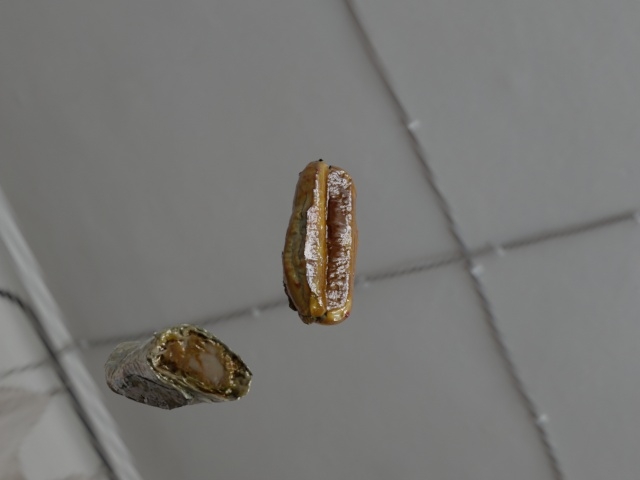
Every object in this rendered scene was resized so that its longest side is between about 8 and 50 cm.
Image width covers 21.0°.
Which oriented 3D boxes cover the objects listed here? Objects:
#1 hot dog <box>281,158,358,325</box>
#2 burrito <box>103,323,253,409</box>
[{"bbox_3d":[-0.001,0.000,1.331,0.062,0.144,0.038,21,-35,-30],"label":"hot dog"},{"bbox_3d":[-0.135,0.113,1.502,0.087,0.060,0.226,36,-18,-15],"label":"burrito"}]
